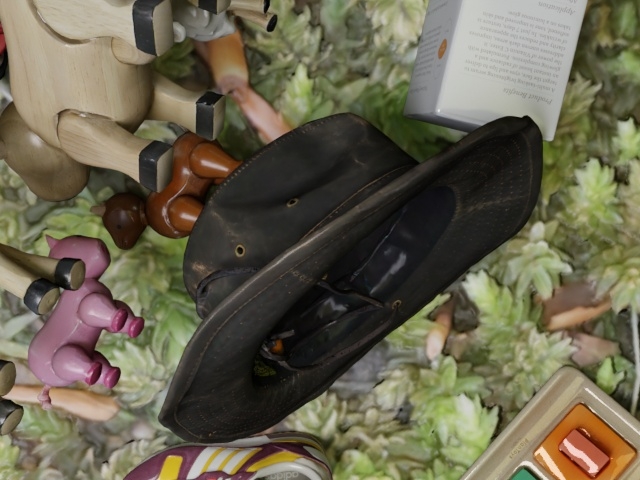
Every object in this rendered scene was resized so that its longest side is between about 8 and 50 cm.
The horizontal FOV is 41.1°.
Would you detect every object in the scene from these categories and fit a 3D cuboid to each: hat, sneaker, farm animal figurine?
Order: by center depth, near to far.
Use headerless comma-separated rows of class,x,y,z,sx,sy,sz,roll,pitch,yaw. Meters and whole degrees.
farm animal figurine,-0.171,-0.073,0.558,0.172,0.330,0.327,22,116,13
hat,0.000,0.000,0.619,0.331,0.331,0.134,-38,67,0
sneaker,-0.082,0.205,0.703,0.185,0.084,0.070,-13,98,-4

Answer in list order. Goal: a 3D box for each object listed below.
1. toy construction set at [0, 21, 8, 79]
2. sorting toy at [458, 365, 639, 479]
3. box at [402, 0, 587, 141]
toy construction set,-0.353,-0.204,0.536,0.257,0.309,0.237,-12,93,-12
sorting toy,0.226,0.232,0.719,0.196,0.047,0.348,42,92,18
box,0.136,-0.168,0.655,0.090,0.130,0.171,12,96,-7
